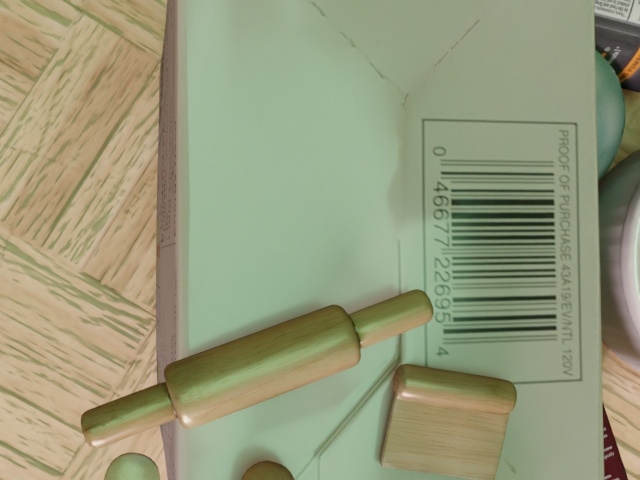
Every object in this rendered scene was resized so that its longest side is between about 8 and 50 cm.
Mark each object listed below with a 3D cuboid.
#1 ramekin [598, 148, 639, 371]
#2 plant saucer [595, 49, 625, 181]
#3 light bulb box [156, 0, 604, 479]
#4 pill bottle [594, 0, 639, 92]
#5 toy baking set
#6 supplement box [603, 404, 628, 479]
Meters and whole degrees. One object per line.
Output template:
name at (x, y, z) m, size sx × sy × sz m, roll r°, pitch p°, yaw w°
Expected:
ramekin at (0.381, 0.018, 0.740) m, size 0.277 × 0.135 × 0.277 m, roll 0°, pitch 88°, yaw -11°
plant saucer at (0.182, -0.088, 0.704) m, size 0.194 × 0.037 × 0.195 m, roll -1°, pitch 120°, yaw -1°
light bulb box at (0.000, 0.000, 0.554) m, size 0.225 × 0.361 × 0.358 m, roll 0°, pitch 89°, yaw -12°
pill bottle at (0.229, -0.220, 0.722) m, size 0.245 × 0.130 × 0.131 m, roll 11°, pitch 86°, yaw -9°
toy baking set at (-0.018, 0.137, 0.346) m, size 0.256 × 0.030 × 0.197 m, roll -15°, pitch 92°, yaw -12°
supplement box at (0.183, 0.122, 0.702) m, size 0.073 × 0.130 × 0.240 m, roll -20°, pitch 93°, yaw -10°
